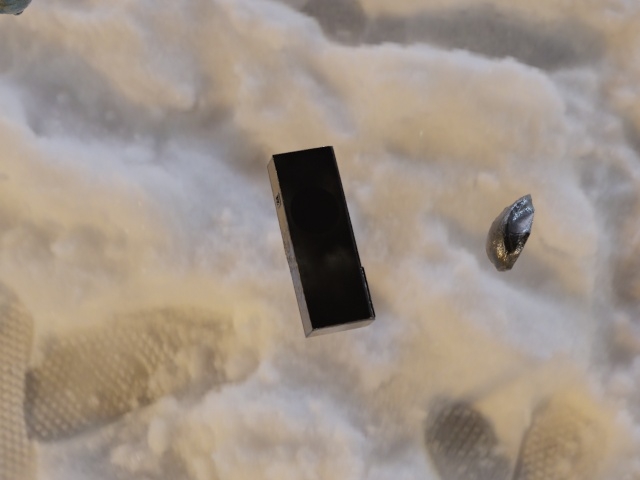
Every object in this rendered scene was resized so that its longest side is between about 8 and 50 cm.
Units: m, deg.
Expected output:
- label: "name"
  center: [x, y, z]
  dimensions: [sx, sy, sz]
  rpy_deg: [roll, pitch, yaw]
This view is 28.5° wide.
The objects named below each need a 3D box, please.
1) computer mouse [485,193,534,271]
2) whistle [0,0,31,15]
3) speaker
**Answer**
- label: "computer mouse"
  center: [0.253, -0.015, 1.704]
  dimensions: [0.047, 0.079, 0.135]
  rpy_deg: [29, 46, -4]
- label: "whistle"
  center: [-0.494, -0.406, 1.963]
  dimensions: [0.090, 0.158, 0.090]
  rpy_deg: [-3, 58, 4]
- label: "speaker"
  center: [0.000, 0.000, 1.494]
  dimensions: [0.082, 0.044, 0.218]
  rpy_deg: [-9, 77, -15]
